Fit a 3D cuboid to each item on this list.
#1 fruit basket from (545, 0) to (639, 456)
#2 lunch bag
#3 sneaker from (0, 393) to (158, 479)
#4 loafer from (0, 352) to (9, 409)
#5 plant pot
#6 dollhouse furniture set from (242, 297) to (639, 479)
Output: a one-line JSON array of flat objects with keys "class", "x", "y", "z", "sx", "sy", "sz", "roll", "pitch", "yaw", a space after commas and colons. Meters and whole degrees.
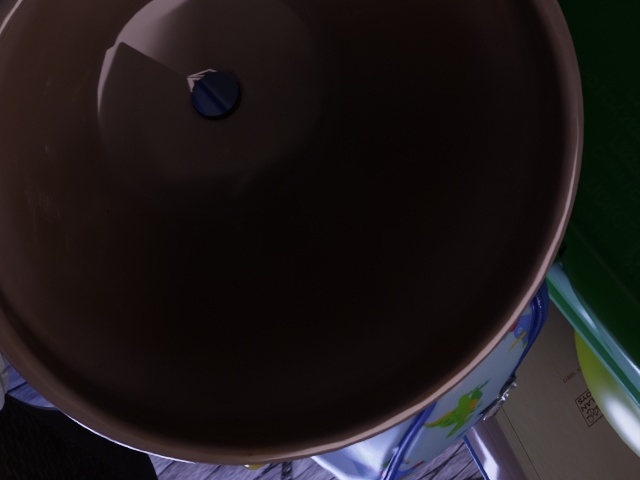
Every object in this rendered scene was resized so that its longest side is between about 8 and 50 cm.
[{"class": "fruit basket", "x": 0.226, "y": 0.004, "z": 0.968, "sx": 0.283, "sy": 0.392, "sz": 0.392, "roll": -44, "pitch": 164, "yaw": 14}, {"class": "lunch bag", "x": 0.000, "y": 0.000, "z": 0.914, "sx": 0.090, "sy": 0.219, "sz": 0.176, "roll": -34, "pitch": 162, "yaw": -27}, {"class": "sneaker", "x": -0.193, "y": 0.142, "z": 1.055, "sx": 0.123, "sy": 0.106, "sz": 0.290, "roll": -30, "pitch": 160, "yaw": 12}, {"class": "loafer", "x": -0.196, "y": 0.013, "z": 0.711, "sx": 0.111, "sy": 0.112, "sz": 0.319, "roll": -34, "pitch": 156, "yaw": -7}, {"class": "plant pot", "x": -0.030, "y": -0.043, "z": 0.757, "sx": 0.237, "sy": 0.237, "sz": 0.110, "roll": -41, "pitch": -154, "yaw": 0}, {"class": "dollhouse furniture set", "x": 0.108, "y": 0.087, "z": 1.293, "sx": 0.286, "sy": 0.198, "sz": 0.303, "roll": -35, "pitch": -167, "yaw": -30}]
